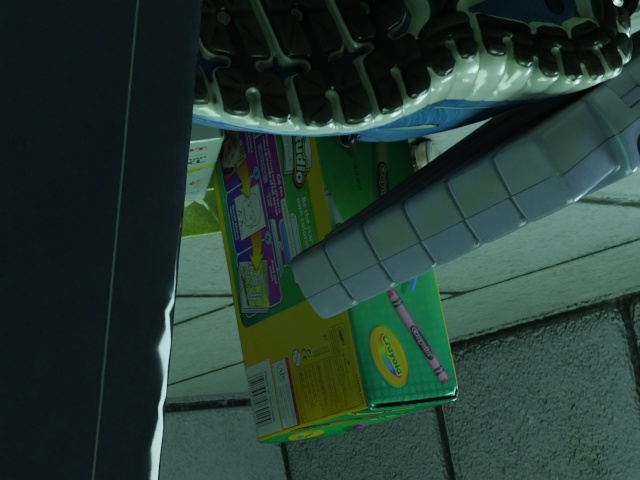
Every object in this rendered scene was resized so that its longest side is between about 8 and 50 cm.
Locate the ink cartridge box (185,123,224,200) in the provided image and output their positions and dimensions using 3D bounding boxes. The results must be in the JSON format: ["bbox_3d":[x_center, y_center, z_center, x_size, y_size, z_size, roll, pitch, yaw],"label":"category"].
[{"bbox_3d":[-0.146,-0.077,1.093,0.127,0.072,0.175,-8,169,-11],"label":"ink cartridge box"}]

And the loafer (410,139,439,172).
[{"bbox_3d":[0.100,-0.070,1.446,0.039,0.045,0.125,-6,173,10],"label":"loafer"}]

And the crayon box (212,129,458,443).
[{"bbox_3d":[0.000,0.000,1.085,0.081,0.278,0.165,-3,167,-31],"label":"crayon box"}]

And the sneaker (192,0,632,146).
[{"bbox_3d":[0.013,-0.099,0.804,0.330,0.130,0.147,-4,165,-33],"label":"sneaker"}]

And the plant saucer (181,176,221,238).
[{"bbox_3d":[-0.164,-0.038,1.346,0.188,0.045,0.188,-8,169,-14],"label":"plant saucer"}]

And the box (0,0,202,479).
[{"bbox_3d":[-0.204,-0.045,0.417,0.179,0.343,0.312,7,-178,40],"label":"box"}]

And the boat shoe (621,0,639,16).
[{"bbox_3d":[0.093,-0.135,0.976,0.254,0.095,0.079,-9,170,-15],"label":"boat shoe"}]

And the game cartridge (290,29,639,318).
[{"bbox_3d":[0.162,-0.071,0.977,0.230,0.068,0.355,-22,-171,44],"label":"game cartridge"}]
